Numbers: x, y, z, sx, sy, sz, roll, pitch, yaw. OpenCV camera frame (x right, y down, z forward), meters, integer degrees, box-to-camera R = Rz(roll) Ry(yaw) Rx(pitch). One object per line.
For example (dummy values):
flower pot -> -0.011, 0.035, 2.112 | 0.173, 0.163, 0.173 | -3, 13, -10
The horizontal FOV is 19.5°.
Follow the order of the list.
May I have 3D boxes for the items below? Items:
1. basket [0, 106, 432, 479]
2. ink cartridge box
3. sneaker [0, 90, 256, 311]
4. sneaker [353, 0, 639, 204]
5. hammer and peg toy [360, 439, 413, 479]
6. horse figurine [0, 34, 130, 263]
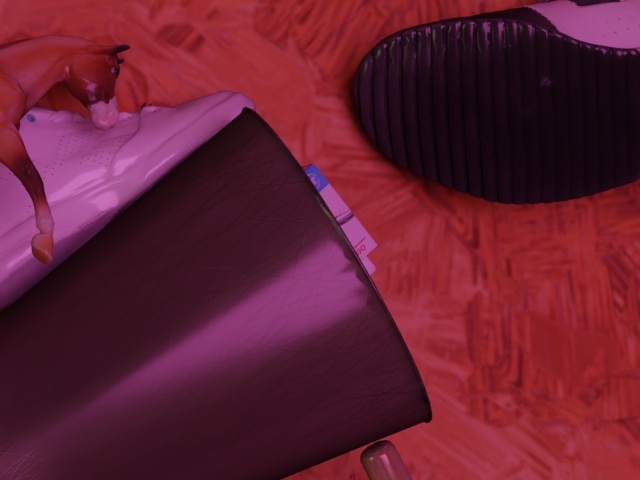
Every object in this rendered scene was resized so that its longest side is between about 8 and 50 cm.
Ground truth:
basket -> -0.087, 0.069, 1.026 | 0.227, 0.154, 0.204 | -30, 93, -9
ink cartridge box -> 0.000, 0.000, 1.149 | 0.048, 0.028, 0.083 | -43, 103, -20
sneaker -> -0.135, -0.049, 1.077 | 0.212, 0.080, 0.094 | -32, 73, -29
sneaker -> 0.184, -0.105, 1.204 | 0.330, 0.146, 0.122 | -1, 113, -2
hammer and peg toy -> -0.042, 0.279, 1.057 | 0.361, 0.127, 0.266 | -20, 92, -25
horse figurine -> -0.237, -0.048, 1.001 | 0.263, 0.066, 0.174 | -3, 54, 0
